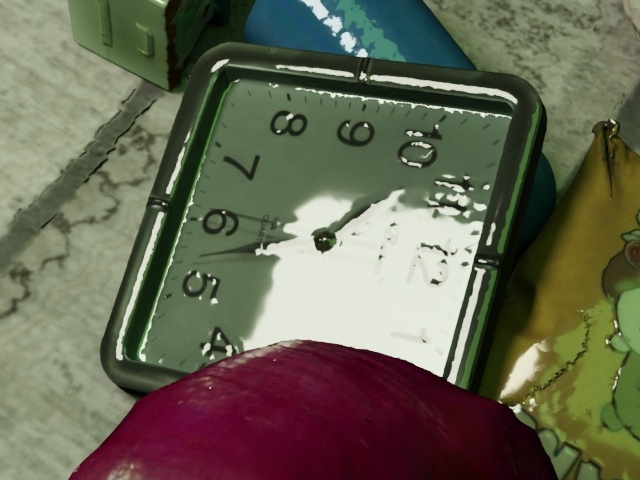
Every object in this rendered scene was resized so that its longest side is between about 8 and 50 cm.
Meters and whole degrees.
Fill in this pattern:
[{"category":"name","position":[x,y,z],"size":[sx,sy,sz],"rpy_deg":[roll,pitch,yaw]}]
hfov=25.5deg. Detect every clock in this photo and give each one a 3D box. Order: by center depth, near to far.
[{"category":"clock","position":[0.000,0.000,0.992],"size":[0.279,0.049,0.273],"rpy_deg":[11,74,23]}]

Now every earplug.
[{"category":"earplug","position":[0.073,-0.097,1.083],"size":[0.132,0.132,0.273],"rpy_deg":[-32,71,-22]}]

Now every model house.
[{"category":"model house","position":[-0.124,-0.220,1.130],"size":[0.100,0.127,0.149],"rpy_deg":[27,64,9]}]

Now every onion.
[{"category":"onion","position":[-0.051,0.219,0.796],"size":[0.385,0.348,0.348],"rpy_deg":[1,52,36]}]

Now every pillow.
[{"category":"pillow","position":[0.230,0.115,0.959],"size":[0.310,0.119,0.312],"rpy_deg":[37,80,12]}]

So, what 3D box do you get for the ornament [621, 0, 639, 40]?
[{"category":"ornament","position":[0.365,-0.238,1.118],"size":[0.225,0.259,0.259],"rpy_deg":[0,59,-12]}]
